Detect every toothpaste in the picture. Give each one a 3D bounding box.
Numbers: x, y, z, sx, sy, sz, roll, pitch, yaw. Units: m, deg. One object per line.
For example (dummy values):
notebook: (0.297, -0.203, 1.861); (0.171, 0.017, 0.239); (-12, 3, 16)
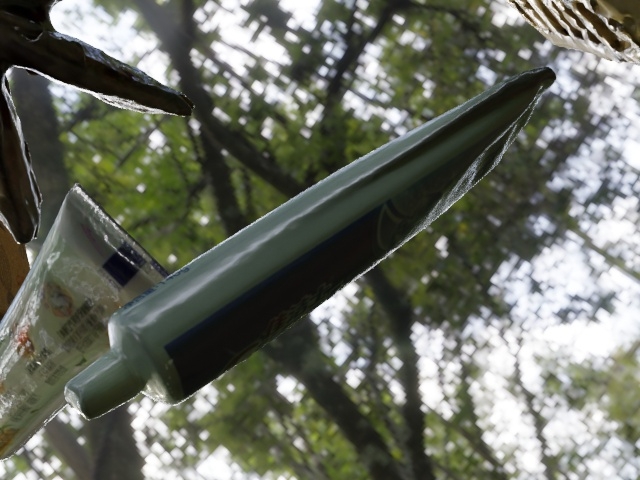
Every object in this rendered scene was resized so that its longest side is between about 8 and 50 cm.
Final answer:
toothpaste: (0.000, 0.001, 0.635); (0.268, 0.047, 0.069); (-34, -46, -23)
toothpaste: (-0.155, 0.065, 0.762); (0.058, 0.056, 0.314); (8, -28, -27)

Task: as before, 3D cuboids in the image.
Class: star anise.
star anise: (-0.207, -0.136, 0.817); (0.288, 0.288, 0.088); (-56, 5, 5)

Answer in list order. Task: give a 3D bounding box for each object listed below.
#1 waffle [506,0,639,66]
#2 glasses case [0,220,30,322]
waffle: (0.125, -0.236, 0.873); (0.114, 0.261, 0.376); (-44, 6, 7)
glasses case: (-0.256, -0.007, 1.028); (0.064, 0.170, 0.041); (14, -43, -43)
